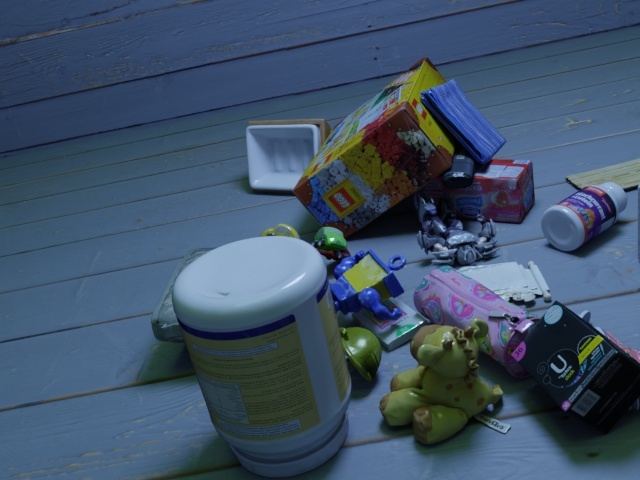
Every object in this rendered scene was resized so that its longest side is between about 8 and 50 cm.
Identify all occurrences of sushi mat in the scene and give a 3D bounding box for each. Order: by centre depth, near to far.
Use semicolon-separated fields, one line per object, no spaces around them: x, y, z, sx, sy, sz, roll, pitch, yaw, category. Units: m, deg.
0.818;-0.175;1.796;0.317;0.019;0.151;-14;27;-3;sushi mat

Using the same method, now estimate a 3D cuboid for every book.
0.139;0.164;1.402;0.096;0.035;0.144;-28;30;-17;book

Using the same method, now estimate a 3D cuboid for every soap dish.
-0.094;-0.267;2.180;0.291;0.228;0.118;5;14;32;soap dish

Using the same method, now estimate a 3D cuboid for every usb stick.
0.353;-0.200;1.740;0.077;0.045;0.278;-5;26;18;usb stick

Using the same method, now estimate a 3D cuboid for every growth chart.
0.357;0.092;1.458;0.237;0.021;0.172;-5;27;14;growth chart

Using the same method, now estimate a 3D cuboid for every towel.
0.390;-0.325;1.829;0.040;0.243;0.336;-43;-3;28;towel

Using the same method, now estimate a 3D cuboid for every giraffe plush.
0.199;0.211;1.114;0.210;0.170;0.181;4;30;30;giraffe plush

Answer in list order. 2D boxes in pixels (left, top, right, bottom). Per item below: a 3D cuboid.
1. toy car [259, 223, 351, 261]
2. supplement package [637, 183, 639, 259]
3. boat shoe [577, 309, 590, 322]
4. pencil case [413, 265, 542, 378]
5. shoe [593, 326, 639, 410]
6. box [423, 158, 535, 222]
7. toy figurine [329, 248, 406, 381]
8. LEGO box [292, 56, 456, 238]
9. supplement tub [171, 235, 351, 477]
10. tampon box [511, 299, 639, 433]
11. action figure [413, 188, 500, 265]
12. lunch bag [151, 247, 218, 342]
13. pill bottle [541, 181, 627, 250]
0.000;0.000;1.570;0.239;0.053;0.225;14;-9;-22;toy car
0.808;-0.052;1.367;0.293;0.177;0.175;11;34;39;supplement package
0.459;0.157;1.266;0.100;0.035;0.035;-38;37;-30;boat shoe
0.296;0.141;1.273;0.124;0.124;0.284;-23;27;-20;pencil case
0.507;0.202;1.124;0.081;0.063;0.178;-10;31;3;shoe
0.406;-0.132;1.775;0.257;0.122;0.128;5;30;33;box
0.082;0.084;1.358;0.217;0.191;0.362;-29;32;-8;toy figurine
0.176;-0.265;1.902;0.372;0.193;0.500;-34;15;28;LEGO box
-0.082;0.185;1.109;0.241;0.331;0.241;-10;26;5;supplement tub
0.404;0.195;1.078;0.120;0.101;0.161;-54;26;9;tampon box
0.306;-0.024;1.630;0.185;0.099;0.285;0;28;-14;action figure
-0.200;0.130;1.465;0.235;0.168;0.287;-5;22;13;lunch bag
0.602;-0.061;1.558;0.193;0.108;0.108;-27;29;-27;pill bottle
